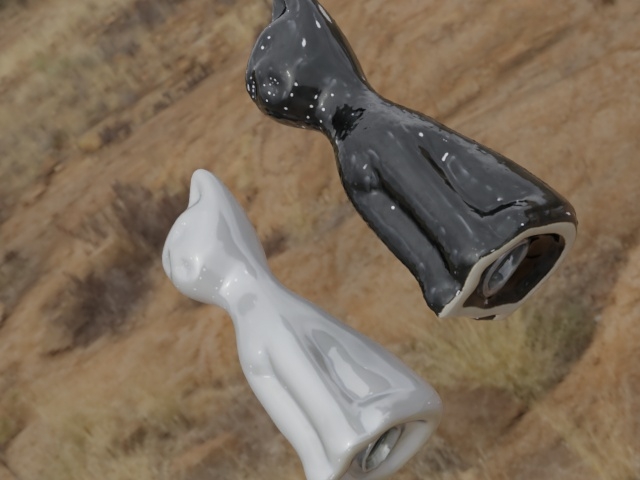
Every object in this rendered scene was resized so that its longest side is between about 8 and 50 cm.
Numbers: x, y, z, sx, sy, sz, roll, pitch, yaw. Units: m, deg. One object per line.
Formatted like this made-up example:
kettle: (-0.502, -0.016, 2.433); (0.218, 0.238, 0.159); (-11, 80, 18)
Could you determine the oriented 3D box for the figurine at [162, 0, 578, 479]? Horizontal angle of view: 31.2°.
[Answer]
figurine: (0.000, 0.000, 0.620); (0.209, 0.092, 0.215); (48, 125, 27)
